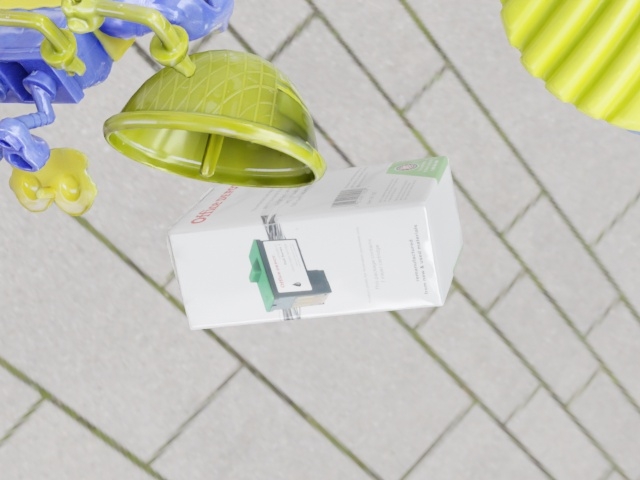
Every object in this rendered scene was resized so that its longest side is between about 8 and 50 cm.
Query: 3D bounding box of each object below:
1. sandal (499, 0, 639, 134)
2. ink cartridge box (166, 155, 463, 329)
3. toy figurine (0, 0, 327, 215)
[{"bbox_3d":[0.149,-0.197,0.821,0.126,0.317,0.138,-42,160,23],"label":"sandal"},{"bbox_3d":[0.000,0.000,1.102,0.219,0.160,0.092,-7,106,15],"label":"ink cartridge box"},{"bbox_3d":[-0.146,-0.155,0.754,0.191,0.363,0.217,50,52,-46],"label":"toy figurine"}]
